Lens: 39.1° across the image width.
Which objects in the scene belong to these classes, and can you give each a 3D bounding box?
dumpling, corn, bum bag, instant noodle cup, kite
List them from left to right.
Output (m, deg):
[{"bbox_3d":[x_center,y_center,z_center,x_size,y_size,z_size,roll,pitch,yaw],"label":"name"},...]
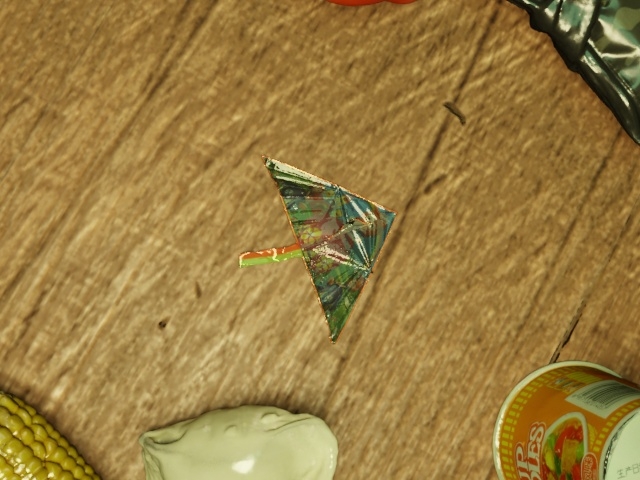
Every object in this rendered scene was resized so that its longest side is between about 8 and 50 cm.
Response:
[{"bbox_3d":[-0.208,0.245,0.747,0.115,0.115,0.318,-43,94,-9],"label":"corn"},{"bbox_3d":[-0.066,0.212,0.774,0.169,0.100,0.134,-14,101,-7],"label":"dumpling"},{"bbox_3d":[0.000,0.000,0.844,0.159,0.010,0.190,-22,88,-9],"label":"kite"},{"bbox_3d":[0.253,-0.223,0.857,0.340,0.095,0.144,44,55,-4],"label":"bum bag"},{"bbox_3d":[0.257,0.188,0.775,0.168,0.185,0.168,1,85,-8],"label":"instant noodle cup"}]

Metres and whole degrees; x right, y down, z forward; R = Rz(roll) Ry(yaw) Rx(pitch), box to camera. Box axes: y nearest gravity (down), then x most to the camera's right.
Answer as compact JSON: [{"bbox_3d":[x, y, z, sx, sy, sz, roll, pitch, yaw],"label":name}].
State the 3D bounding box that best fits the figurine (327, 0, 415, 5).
[{"bbox_3d":[-0.006,-0.332,0.801,0.208,0.181,0.257,-9,87,-48],"label":"figurine"}]
